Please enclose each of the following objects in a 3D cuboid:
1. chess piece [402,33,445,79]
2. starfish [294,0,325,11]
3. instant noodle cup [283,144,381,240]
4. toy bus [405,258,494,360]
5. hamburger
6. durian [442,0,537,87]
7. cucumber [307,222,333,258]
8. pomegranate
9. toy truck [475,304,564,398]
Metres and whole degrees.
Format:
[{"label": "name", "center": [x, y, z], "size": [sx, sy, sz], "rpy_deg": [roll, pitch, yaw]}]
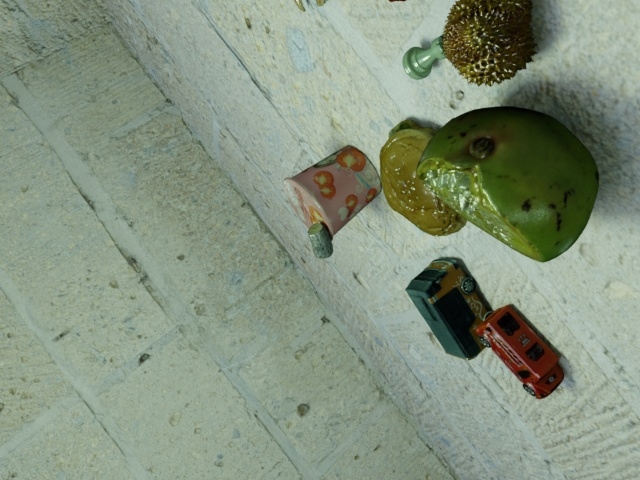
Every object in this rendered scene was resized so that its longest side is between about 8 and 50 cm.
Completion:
[{"label": "chess piece", "center": [0.217, -0.367, 1.012], "size": [0.067, 0.067, 0.103], "rpy_deg": [56, 155, -11]}, {"label": "starfish", "center": [-0.081, -0.687, 1.164], "size": [0.302, 0.060, 0.299], "rpy_deg": [46, 169, 2]}, {"label": "instant noodle cup", "center": [0.044, -0.154, 1.600], "size": [0.243, 0.231, 0.243], "rpy_deg": [48, 163, 20]}, {"label": "toy bus", "center": [0.388, 0.202, 1.509], "size": [0.275, 0.167, 0.138], "rpy_deg": [57, 163, -10]}, {"label": "hamburger", "center": [0.248, -0.143, 1.249], "size": [0.285, 0.134, 0.266], "rpy_deg": [35, 158, 41]}, {"label": "durian", "center": [0.272, -0.329, 0.824], "size": [0.168, 0.136, 0.158], "rpy_deg": [5, 109, 57]}, {"label": "cucumber", "center": [0.000, 0.001, 1.530], "size": [0.064, 0.064, 0.112], "rpy_deg": [38, 156, 42]}, {"label": "pomegranate", "center": [0.360, -0.109, 0.931], "size": [0.309, 0.216, 0.358], "rpy_deg": [38, -172, 41]}, {"label": "toy truck", "center": [0.549, 0.301, 1.379], "size": [0.253, 0.107, 0.114], "rpy_deg": [49, 163, 15]}]
